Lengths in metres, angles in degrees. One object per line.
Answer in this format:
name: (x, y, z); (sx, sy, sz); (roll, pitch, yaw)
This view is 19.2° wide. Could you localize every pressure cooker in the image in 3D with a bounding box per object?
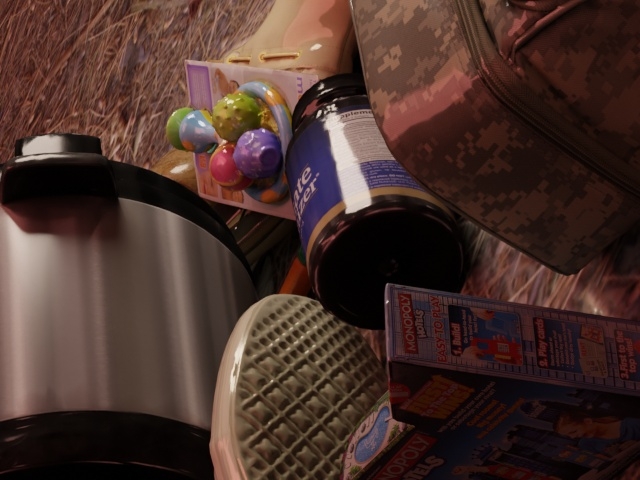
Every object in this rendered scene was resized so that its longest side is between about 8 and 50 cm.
pressure cooker: (-0.221, 0.137, 1.649); (0.370, 0.375, 0.420); (-35, 42, 25)

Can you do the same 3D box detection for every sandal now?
sandal: (-0.111, 0.040, 1.866); (0.303, 0.086, 0.120); (-32, 38, 36)

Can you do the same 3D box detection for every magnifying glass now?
magnifying glass: (0.000, 0.000, 1.710); (0.231, 0.026, 0.092); (-63, 24, 15)

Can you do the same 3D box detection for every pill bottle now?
pill bottle: (0.037, -0.039, 1.521); (0.123, 0.122, 0.219); (-59, 25, 28)

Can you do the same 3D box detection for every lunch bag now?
lunch bag: (0.168, -0.176, 1.238); (0.256, 0.212, 0.305); (-38, 37, 26)

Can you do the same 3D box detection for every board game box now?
board game box: (0.099, 0.101, 1.175); (0.194, 0.194, 0.060); (-48, 32, 43)

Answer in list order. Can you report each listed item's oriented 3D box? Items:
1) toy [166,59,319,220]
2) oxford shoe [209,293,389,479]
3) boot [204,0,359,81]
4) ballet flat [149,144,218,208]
toy: (-0.078, -0.089, 1.741); (0.237, 0.056, 0.137); (17, 115, 59)
oxford shoe: (-0.015, 0.232, 1.387); (0.130, 0.169, 0.449); (-52, 34, 42)
boot: (-0.026, -0.209, 1.827); (0.262, 0.095, 0.203); (20, 92, 64)
ballet flat: (-0.183, -0.020, 2.045); (0.342, 0.116, 0.124); (-44, 14, 55)
